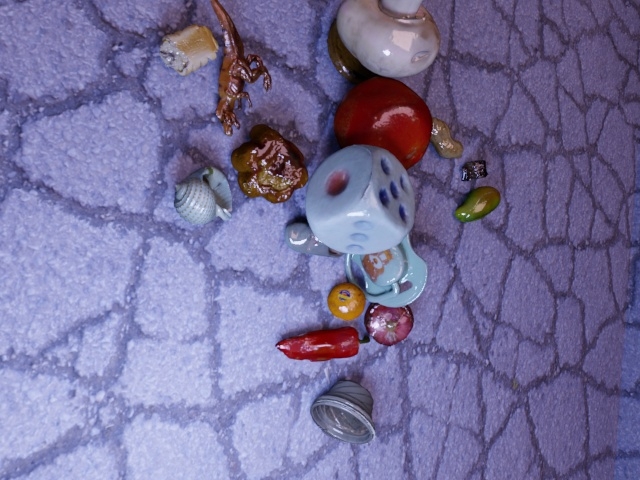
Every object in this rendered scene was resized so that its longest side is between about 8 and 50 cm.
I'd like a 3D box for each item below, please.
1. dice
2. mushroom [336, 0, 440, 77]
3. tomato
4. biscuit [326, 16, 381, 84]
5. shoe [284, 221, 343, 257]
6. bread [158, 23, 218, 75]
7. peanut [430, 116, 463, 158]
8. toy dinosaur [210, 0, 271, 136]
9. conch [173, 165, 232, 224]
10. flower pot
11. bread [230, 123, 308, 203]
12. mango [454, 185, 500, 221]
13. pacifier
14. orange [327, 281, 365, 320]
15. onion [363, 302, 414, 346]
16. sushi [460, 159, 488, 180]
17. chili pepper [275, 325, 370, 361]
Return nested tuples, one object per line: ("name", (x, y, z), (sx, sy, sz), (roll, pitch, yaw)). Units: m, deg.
("dice", (0.128, -0.123, 1.494), (0.262, 0.268, 0.264), (33, 52, -41))
("mushroom", (0.219, -0.706, 1.529), (0.325, 0.353, 0.353), (-11, 95, 9))
("tomato", (0.215, -0.392, 1.611), (0.325, 0.293, 0.289), (-18, 139, 0))
("biscuit", (0.147, -0.710, 1.719), (0.296, 0.075, 0.295), (3, 85, -30))
("shoe", (0.000, 0.000, 1.594), (0.251, 0.100, 0.103), (13, 83, -32))
("bread", (-0.389, -0.568, 1.395), (0.177, 0.084, 0.119), (-38, 108, -27))
("peanut", (0.501, -0.410, 1.906), (0.103, 0.098, 0.229), (-43, 114, 4))
("toy dinosaur", (-0.249, -0.547, 1.448), (0.208, 0.097, 0.432), (-17, 115, -40))
("conch", (-0.353, -0.122, 1.376), (0.200, 0.131, 0.172), (60, 27, -58))
("flower pot", (0.092, 0.567, 1.578), (0.235, 0.235, 0.140), (55, 42, -17))
("bread", (-0.157, -0.228, 1.491), (0.247, 0.135, 0.232), (42, 81, -26))
("mango", (0.671, -0.157, 1.990), (0.233, 0.111, 0.125), (-24, 87, -16))
("pacifier", (0.243, 0.074, 1.692), (0.269, 0.288, 0.343), (2, 64, -63))
("orange", (0.092, 0.215, 1.626), (0.135, 0.136, 0.117), (-57, 148, -19))
("onion", (0.252, 0.292, 1.719), (0.184, 0.147, 0.183), (0, 91, 12))
("sushi", (0.663, -0.302, 2.007), (0.094, 0.098, 0.084), (-22, 104, -48))
("chili pepper", (0.023, 0.351, 1.590), (0.388, 0.110, 0.110), (1, 87, -28))
